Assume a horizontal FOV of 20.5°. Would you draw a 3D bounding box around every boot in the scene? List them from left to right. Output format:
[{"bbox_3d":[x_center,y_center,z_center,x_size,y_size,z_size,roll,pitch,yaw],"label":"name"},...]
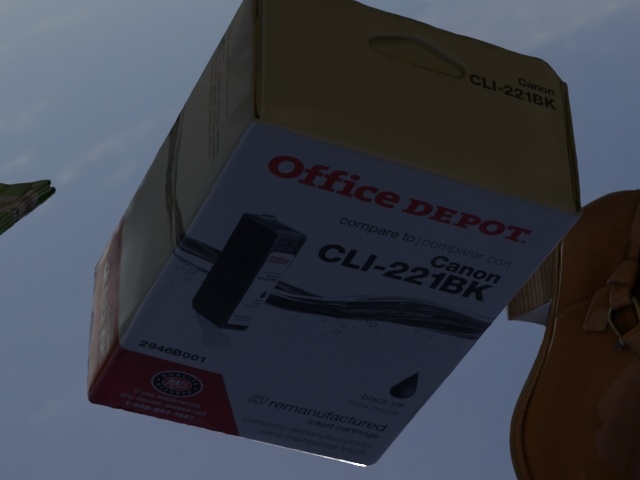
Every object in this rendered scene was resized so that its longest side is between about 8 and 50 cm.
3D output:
[{"bbox_3d":[0.244,0.097,1.284,0.109,0.283,0.220,10,156,-34],"label":"boot"}]

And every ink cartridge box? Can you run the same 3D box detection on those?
[{"bbox_3d":[0.000,0.000,1.037,0.273,0.197,0.114,123,-26,-43],"label":"ink cartridge box"}]

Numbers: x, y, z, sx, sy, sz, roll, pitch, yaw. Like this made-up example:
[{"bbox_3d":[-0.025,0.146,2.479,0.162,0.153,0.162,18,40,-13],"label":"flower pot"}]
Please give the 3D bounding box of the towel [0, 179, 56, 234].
[{"bbox_3d":[-0.341,-0.026,1.716,0.113,0.023,0.152,1,-155,24],"label":"towel"}]
